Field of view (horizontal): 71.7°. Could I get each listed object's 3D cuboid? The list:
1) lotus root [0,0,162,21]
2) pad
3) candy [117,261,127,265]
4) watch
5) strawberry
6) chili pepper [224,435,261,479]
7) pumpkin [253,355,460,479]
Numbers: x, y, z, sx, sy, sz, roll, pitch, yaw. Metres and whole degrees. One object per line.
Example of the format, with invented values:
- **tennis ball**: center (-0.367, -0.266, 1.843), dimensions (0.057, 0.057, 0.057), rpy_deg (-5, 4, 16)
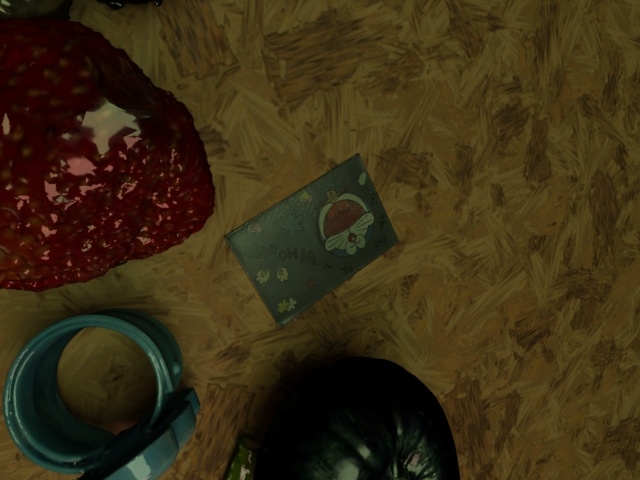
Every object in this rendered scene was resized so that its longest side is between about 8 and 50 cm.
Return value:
- **lotus root**: center (-0.303, -0.389, 0.415), dimensions (0.390, 0.111, 0.375), rpy_deg (-41, 108, -13)
- **pad**: center (0.000, 0.000, 0.673), dimensions (0.245, 0.006, 0.170), rpy_deg (-34, 111, -18)
- **candy**: center (-0.370, 0.055, 0.478), dimensions (0.305, 0.083, 0.091), rpy_deg (-11, 140, -33)
- **watch**: center (-0.248, 0.181, 0.500), dimensions (0.211, 0.211, 0.193), rpy_deg (-34, 90, -17)
- **strawberry**: center (-0.231, -0.080, 0.394), dimensions (0.250, 0.288, 0.238), rpy_deg (-29, 101, -40)
- **chili pepper**: center (-0.121, 0.390, 0.655), dimensions (0.052, 0.050, 0.201), rpy_deg (8, 98, 10)
- **pumpkin**: center (0.047, 0.328, 0.625), dimensions (0.315, 0.238, 0.315), rpy_deg (7, 78, -34)
